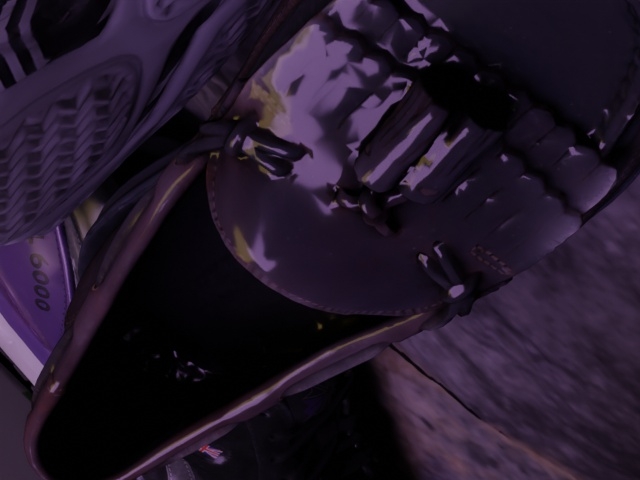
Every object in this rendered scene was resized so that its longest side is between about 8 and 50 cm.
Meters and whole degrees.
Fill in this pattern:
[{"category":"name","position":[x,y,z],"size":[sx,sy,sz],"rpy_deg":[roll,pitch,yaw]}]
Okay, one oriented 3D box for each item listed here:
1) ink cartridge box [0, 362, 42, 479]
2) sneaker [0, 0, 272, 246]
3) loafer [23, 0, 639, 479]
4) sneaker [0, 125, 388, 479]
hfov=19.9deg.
[{"category":"ink cartridge box","position":[-0.234,0.134,1.117],"size":[0.154,0.093,0.212],"rpy_deg":[46,156,-12]},{"category":"sneaker","position":[-0.132,-0.129,0.465],"size":[0.210,0.137,0.366],"rpy_deg":[46,176,13]},{"category":"loafer","position":[0.000,0.000,0.509],"size":[0.109,0.095,0.302],"rpy_deg":[37,145,-10]},{"category":"sneaker","position":[-0.029,0.072,0.719],"size":[0.124,0.107,0.283],"rpy_deg":[-10,125,52]}]
